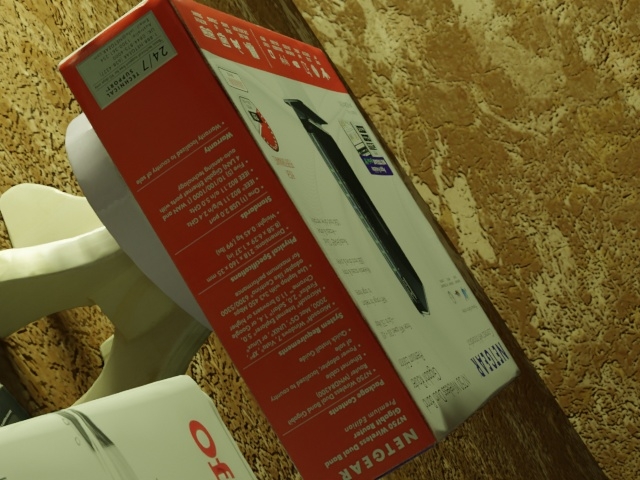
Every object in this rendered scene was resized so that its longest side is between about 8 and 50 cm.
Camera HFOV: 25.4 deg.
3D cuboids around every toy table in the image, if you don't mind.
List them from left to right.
[{"bbox_3d":[-0.126,0.027,0.964,0.274,0.161,0.252,40,22,-46],"label":"toy table"}]

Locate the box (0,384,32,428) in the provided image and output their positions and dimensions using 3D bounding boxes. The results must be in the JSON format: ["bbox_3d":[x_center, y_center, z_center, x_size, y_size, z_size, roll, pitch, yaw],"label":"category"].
[{"bbox_3d":[-0.124,0.256,0.673,0.293,0.073,0.295,53,17,-16],"label":"box"}]

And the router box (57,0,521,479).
[{"bbox_3d":[0.000,0.000,0.946,0.301,0.082,0.335,58,14,7],"label":"router box"}]

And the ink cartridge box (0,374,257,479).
[{"bbox_3d":[-0.101,0.184,0.539,0.211,0.121,0.289,59,18,9],"label":"ink cartridge box"}]
